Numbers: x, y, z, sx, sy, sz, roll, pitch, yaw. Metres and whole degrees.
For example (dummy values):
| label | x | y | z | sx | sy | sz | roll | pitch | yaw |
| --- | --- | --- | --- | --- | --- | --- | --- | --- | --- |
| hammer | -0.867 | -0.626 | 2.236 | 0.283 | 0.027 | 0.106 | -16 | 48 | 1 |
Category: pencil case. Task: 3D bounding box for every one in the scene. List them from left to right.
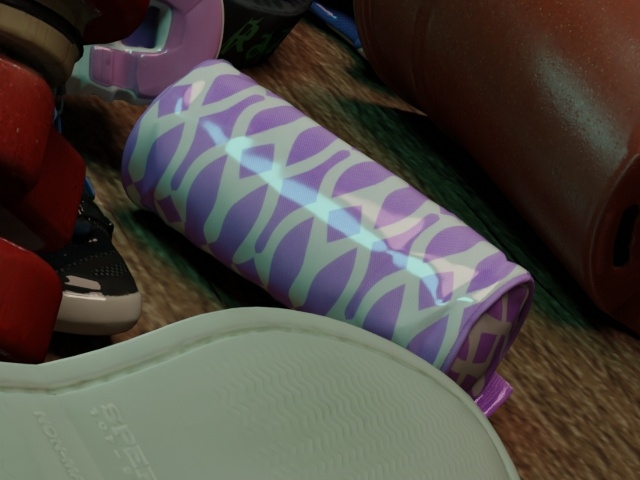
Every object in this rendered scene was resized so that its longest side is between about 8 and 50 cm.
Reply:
| label | x | y | z | sx | sy | sz | roll | pitch | yaw |
| --- | --- | --- | --- | --- | --- | --- | --- | --- | --- |
| pencil case | 0.000 | 0.000 | 0.832 | 0.206 | 0.088 | 0.086 | 37 | 60 | 24 |

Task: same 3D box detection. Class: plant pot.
| label | x | y | z | sx | sy | sz | roll | pitch | yaw |
| --- | --- | --- | --- | --- | --- | --- | --- | --- | --- |
| plant pot | 0.190 | -0.099 | 1.067 | 0.272 | 0.272 | 0.265 | 12 | 34 | -33 |

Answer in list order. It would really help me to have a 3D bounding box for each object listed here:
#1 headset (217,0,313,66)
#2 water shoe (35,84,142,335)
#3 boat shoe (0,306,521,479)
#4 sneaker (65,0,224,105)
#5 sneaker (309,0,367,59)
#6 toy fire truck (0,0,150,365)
| label | x | y | z | sx | sy | sz | roll | pitch | yaw |
| --- | --- | --- | --- | --- | --- | --- | --- | --- | --- |
| headset | -0.154 | -0.277 | 1.140 | 0.394 | 0.185 | 0.243 | 41 | 22 | 4 |
| water shoe | -0.136 | -0.040 | 0.756 | 0.073 | 0.080 | 0.203 | 1 | 33 | -48 |
| boat shoe | -0.054 | 0.088 | 0.542 | 0.302 | 0.091 | 0.114 | 6 | 49 | -46 |
| sneaker | -0.171 | -0.116 | 0.892 | 0.236 | 0.095 | 0.104 | 8 | 3 | -16 |
| sneaker | 0.031 | -0.212 | 1.311 | 0.131 | 0.112 | 0.296 | 11 | 25 | -34 |
| toy fire truck | -0.206 | -0.073 | 0.586 | 0.253 | 0.169 | 0.302 | 10 | -15 | 15 |
